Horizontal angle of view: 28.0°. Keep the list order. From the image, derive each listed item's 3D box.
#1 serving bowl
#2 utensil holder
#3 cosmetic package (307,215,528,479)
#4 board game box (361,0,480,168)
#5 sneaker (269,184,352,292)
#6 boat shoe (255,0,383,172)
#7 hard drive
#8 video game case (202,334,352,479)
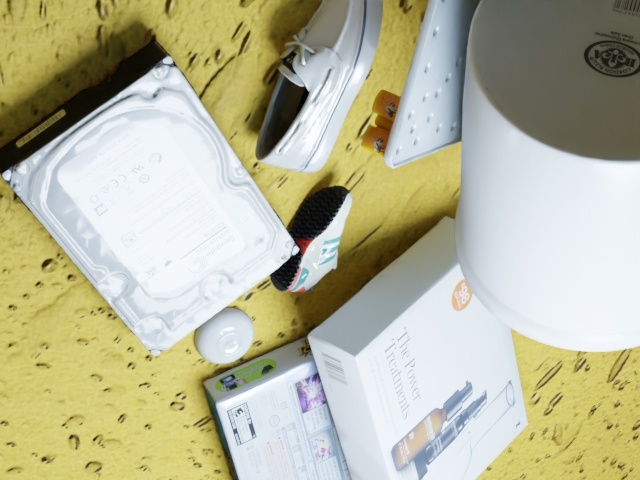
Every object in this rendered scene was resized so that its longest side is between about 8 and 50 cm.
[{"bbox_3d":[-0.124,0.131,1.705,0.083,0.027,0.083,-14,124,-21],"label":"serving bowl"},{"bbox_3d":[0.314,-0.100,1.446,0.327,0.327,0.385,-28,151,-10],"label":"utensil holder"},{"bbox_3d":[0.149,0.199,1.791,0.284,0.097,0.377,-41,133,-30],"label":"cosmetic package"},{"bbox_3d":[0.200,-0.302,1.484,0.390,0.050,0.390,-25,135,-56],"label":"board game box"},{"bbox_3d":[0.000,0.000,1.685,0.075,0.057,0.161,16,109,-51],"label":"sneaker"},{"bbox_3d":[-0.009,-0.205,1.531,0.088,0.096,0.267,3,124,-34],"label":"boat shoe"},{"bbox_3d":[-0.199,-0.040,1.544,0.237,0.064,0.339,-35,129,-4],"label":"hard drive"},{"bbox_3d":[-0.018,0.263,1.817,0.244,0.061,0.269,-23,126,-14],"label":"video game case"}]
